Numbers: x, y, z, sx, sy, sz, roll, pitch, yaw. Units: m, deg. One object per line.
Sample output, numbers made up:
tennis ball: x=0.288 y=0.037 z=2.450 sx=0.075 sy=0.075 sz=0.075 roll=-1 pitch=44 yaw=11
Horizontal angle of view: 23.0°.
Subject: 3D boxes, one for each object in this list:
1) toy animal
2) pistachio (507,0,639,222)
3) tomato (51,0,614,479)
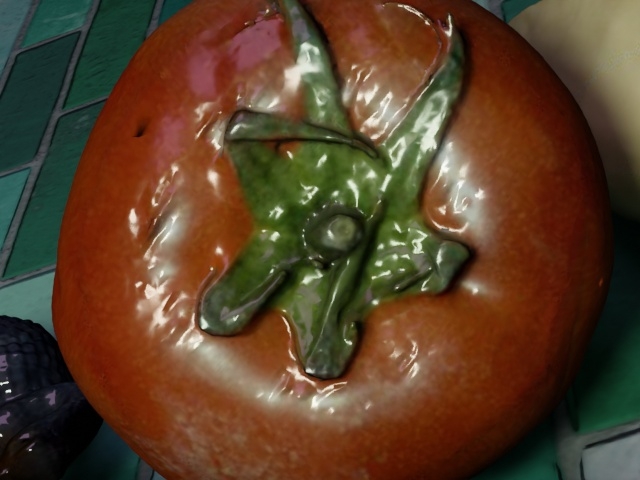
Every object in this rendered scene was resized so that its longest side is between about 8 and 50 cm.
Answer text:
toy animal: x=-0.265 y=0.126 z=1.159 sx=0.185 sy=0.122 sz=0.298 roll=-28 pitch=17 yaw=-11
pistachio: x=0.239 y=-0.106 z=1.092 sx=0.187 sy=0.187 sz=0.299 roll=-36 pitch=27 yaw=-18
tomato: x=0.000 y=0.000 z=0.971 sx=0.341 sy=0.341 sz=0.273 roll=-27 pitch=2 yaw=-3
